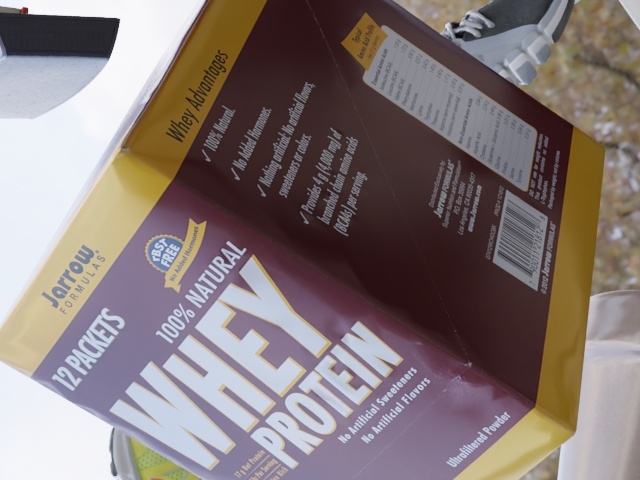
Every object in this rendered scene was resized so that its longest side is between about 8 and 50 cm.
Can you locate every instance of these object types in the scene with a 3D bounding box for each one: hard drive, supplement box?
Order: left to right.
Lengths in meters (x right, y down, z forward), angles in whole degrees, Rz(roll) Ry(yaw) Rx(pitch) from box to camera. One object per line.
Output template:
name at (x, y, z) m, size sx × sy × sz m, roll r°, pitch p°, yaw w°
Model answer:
hard drive at (-0.347, -0.193, 1.547) m, size 0.172 × 0.254 × 0.054 m, roll -4°, pitch -101°, yaw -35°
supplement box at (0.000, 0.000, 0.579) m, size 0.194 × 0.129 × 0.191 m, roll 33°, pitch -141°, yaw -11°

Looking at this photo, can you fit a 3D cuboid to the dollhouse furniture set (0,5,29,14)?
dollhouse furniture set at (-0.363, -0.347, 1.639) m, size 0.135 × 0.262 × 0.259 m, roll 5°, pitch -94°, yaw -21°

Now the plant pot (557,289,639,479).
plant pot at (0.305, 0.200, 1.158) m, size 0.263 × 0.263 × 0.229 m, roll 38°, pitch -117°, yaw -34°

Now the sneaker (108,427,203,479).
sneaker at (-0.054, 0.176, 0.798) m, size 0.208 × 0.094 × 0.081 m, roll 59°, pitch 173°, yaw 24°

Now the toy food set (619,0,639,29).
toy food set at (0.330, -0.139, 0.811) m, size 0.306 × 0.219 × 0.092 m, roll 50°, pitch -146°, yaw -13°

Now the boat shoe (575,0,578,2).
boat shoe at (0.298, -0.352, 1.473) m, size 0.080 × 0.228 × 0.076 m, roll 37°, pitch 170°, yaw 17°

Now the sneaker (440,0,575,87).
sneaker at (0.070, -0.130, 0.949) m, size 0.132 × 0.229 × 0.086 m, roll 39°, pitch 175°, yaw -13°
